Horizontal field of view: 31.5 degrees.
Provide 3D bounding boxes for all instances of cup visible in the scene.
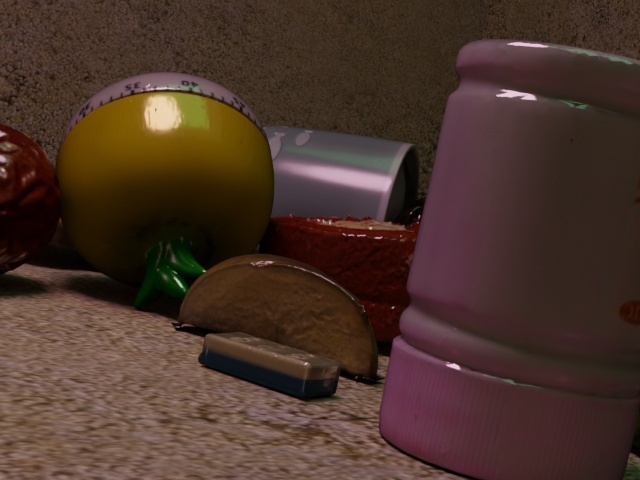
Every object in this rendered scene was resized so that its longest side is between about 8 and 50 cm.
[{"bbox_3d":[-0.023,-0.033,1.731,0.275,0.259,0.357,11,17,15],"label":"cup"}]

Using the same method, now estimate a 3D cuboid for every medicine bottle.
[{"bbox_3d":[0.172,0.018,0.886,0.202,0.315,0.202,13,4,-1],"label":"medicine bottle"}]

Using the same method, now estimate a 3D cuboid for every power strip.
[{"bbox_3d":[-0.047,0.109,1.010,0.123,0.032,0.056,13,3,32],"label":"power strip"}]

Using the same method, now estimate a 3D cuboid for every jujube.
[{"bbox_3d":[-0.382,-0.038,1.199,0.190,0.189,0.255,11,11,0],"label":"jujube"}]

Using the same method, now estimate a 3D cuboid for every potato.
[{"bbox_3d":[-0.021,0.072,1.192,0.243,0.098,0.138,14,3,25],"label":"potato"}]

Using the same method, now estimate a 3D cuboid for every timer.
[{"bbox_3d":[-0.179,-0.033,1.324,0.285,0.285,0.285,11,4,-1],"label":"timer"}]

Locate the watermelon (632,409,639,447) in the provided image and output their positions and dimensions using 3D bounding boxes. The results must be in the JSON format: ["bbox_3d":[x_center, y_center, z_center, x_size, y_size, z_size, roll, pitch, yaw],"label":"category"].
[{"bbox_3d":[0.369,0.185,1.001,0.245,0.063,0.119,7,-17,22],"label":"watermelon"}]

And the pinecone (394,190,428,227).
[{"bbox_3d":[0.232,0.020,1.731,0.244,0.243,0.309,12,-6,13],"label":"pinecone"}]

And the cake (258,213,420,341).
[{"bbox_3d":[0.033,0.046,1.400,0.177,0.150,0.283,-5,12,-32],"label":"cake"}]

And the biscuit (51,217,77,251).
[{"bbox_3d":[-0.356,-0.034,1.617,0.269,0.051,0.376,34,7,18],"label":"biscuit"}]
